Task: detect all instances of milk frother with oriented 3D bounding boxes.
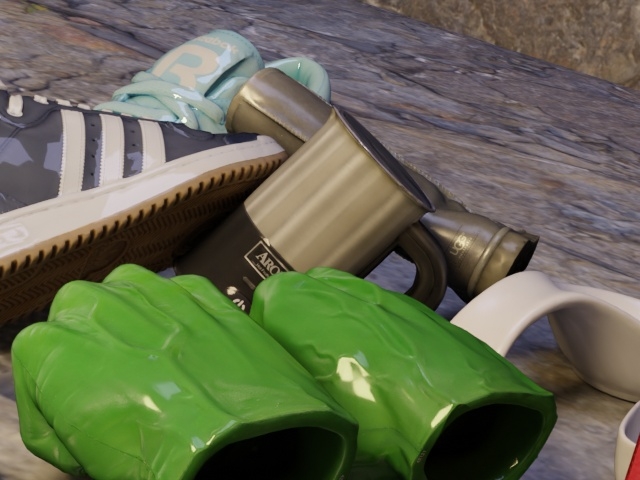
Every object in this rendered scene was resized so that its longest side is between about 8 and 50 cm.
[{"bbox_3d":[0.000,0.000,0.929,0.129,0.135,0.143,44,10,-23],"label":"milk frother"}]

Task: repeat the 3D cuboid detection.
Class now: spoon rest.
[{"bbox_3d":[0.168,0.060,0.966,0.137,0.084,0.276,27,21,37],"label":"spoon rest"}]

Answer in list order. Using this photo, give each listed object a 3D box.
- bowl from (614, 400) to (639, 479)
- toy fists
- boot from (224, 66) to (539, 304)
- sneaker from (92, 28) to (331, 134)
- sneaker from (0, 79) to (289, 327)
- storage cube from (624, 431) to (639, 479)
[{"bbox_3d":[0.228,0.133,0.820,0.142,0.053,0.142,21,16,23],"label":"bowl"},{"bbox_3d":[-0.018,0.074,0.743,0.279,0.096,0.142,0,31,-45],"label":"toy fists"},{"bbox_3d":[0.041,-0.028,1.034,0.208,0.076,0.189,28,-7,11],"label":"boot"},{"bbox_3d":[-0.112,-0.077,1.072,0.135,0.150,0.366,20,17,24],"label":"sneaker"},{"bbox_3d":[-0.151,-0.051,0.883,0.282,0.099,0.153,-22,68,-45],"label":"sneaker"},{"bbox_3d":[0.236,0.121,0.614,0.184,0.193,0.215,24,18,32],"label":"storage cube"}]
